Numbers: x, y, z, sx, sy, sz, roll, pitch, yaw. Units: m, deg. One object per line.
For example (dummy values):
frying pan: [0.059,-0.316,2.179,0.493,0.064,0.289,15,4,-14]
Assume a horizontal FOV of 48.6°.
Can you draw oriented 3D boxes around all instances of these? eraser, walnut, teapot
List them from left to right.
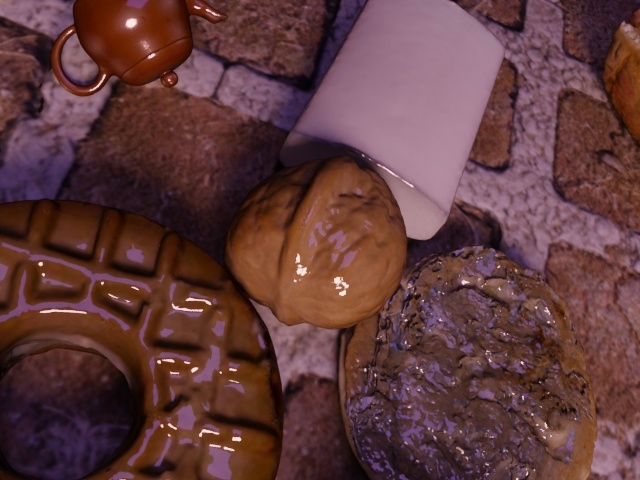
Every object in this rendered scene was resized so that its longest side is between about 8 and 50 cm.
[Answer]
teapot: [-0.176,-0.194,0.684,0.173,0.116,0.116,-31,75,-4]
walnut: [0.000,0.000,0.614,0.166,0.149,0.166,6,38,-5]
eraser: [0.087,-0.149,0.757,0.174,0.095,0.270,28,57,-5]

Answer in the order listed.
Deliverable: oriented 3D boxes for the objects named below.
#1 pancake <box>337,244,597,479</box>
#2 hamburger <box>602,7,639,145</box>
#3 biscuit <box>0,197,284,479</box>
pancake: [0.143,0.131,0.653,0.282,0.049,0.282,9,61,-16]
hamburger: [0.460,-0.158,0.868,0.155,0.245,0.282,-25,117,-4]
biscuit: [-0.185,0.116,0.505,0.332,0.103,0.332,9,60,-16]
